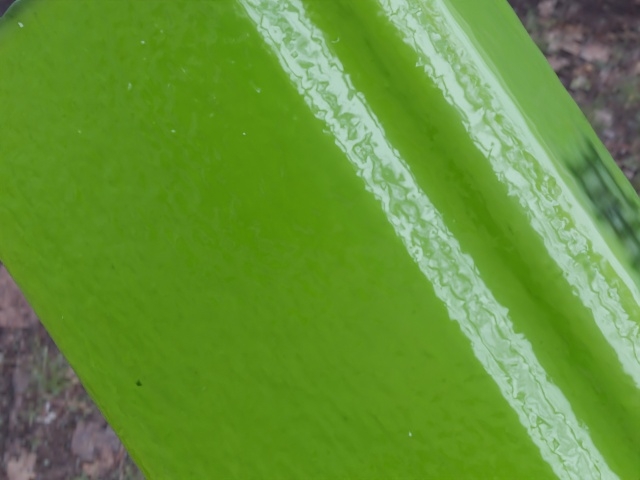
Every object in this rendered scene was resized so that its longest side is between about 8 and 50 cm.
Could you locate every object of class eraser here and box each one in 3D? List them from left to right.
[{"bbox_3d":[0.000,0.000,0.533,0.274,0.210,0.092,58,30,3],"label":"eraser"}]
